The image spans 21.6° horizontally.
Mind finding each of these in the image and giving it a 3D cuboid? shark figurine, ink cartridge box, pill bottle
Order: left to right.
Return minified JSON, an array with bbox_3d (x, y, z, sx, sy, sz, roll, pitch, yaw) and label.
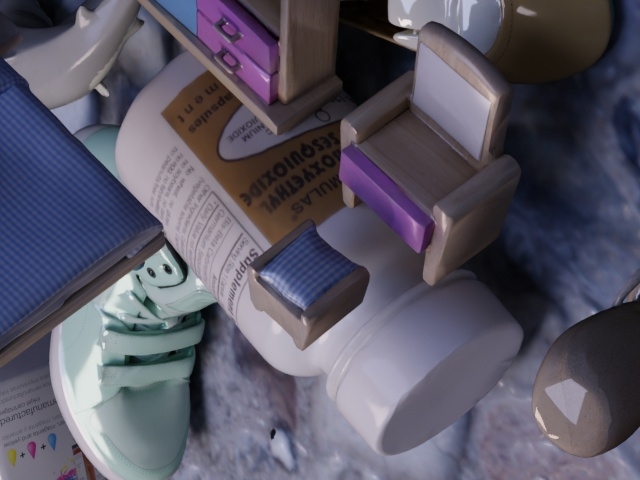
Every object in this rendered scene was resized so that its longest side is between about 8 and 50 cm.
[{"bbox_3d":[-0.182,-0.133,1.054,0.278,0.116,0.166,-20,59,57],"label":"shark figurine"},{"bbox_3d":[-0.213,0.160,1.240,0.127,0.128,0.176,10,114,47],"label":"ink cartridge box"},{"bbox_3d":[0.000,0.000,0.920,0.229,0.131,0.131,49,137,24],"label":"pill bottle"}]

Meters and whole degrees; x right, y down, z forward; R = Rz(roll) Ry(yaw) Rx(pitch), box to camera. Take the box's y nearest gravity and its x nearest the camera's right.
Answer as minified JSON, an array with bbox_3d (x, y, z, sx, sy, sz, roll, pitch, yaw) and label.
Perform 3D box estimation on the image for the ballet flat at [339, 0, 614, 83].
[{"bbox_3d":[0.042,-0.126,0.863,0.232,0.073,0.080,22,120,43],"label":"ballet flat"}]

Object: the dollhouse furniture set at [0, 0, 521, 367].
[{"bbox_3d":[-0.110,-0.062,0.759,0.286,0.303,0.198,44,157,23],"label":"dollhouse furniture set"}]

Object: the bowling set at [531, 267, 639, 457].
[{"bbox_3d":[0.214,0.158,0.756,0.200,0.154,0.287,6,109,29],"label":"bowling set"}]

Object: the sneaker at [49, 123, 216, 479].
[{"bbox_3d":[-0.106,0.057,1.093,0.151,0.094,0.256,15,114,53],"label":"sneaker"}]
